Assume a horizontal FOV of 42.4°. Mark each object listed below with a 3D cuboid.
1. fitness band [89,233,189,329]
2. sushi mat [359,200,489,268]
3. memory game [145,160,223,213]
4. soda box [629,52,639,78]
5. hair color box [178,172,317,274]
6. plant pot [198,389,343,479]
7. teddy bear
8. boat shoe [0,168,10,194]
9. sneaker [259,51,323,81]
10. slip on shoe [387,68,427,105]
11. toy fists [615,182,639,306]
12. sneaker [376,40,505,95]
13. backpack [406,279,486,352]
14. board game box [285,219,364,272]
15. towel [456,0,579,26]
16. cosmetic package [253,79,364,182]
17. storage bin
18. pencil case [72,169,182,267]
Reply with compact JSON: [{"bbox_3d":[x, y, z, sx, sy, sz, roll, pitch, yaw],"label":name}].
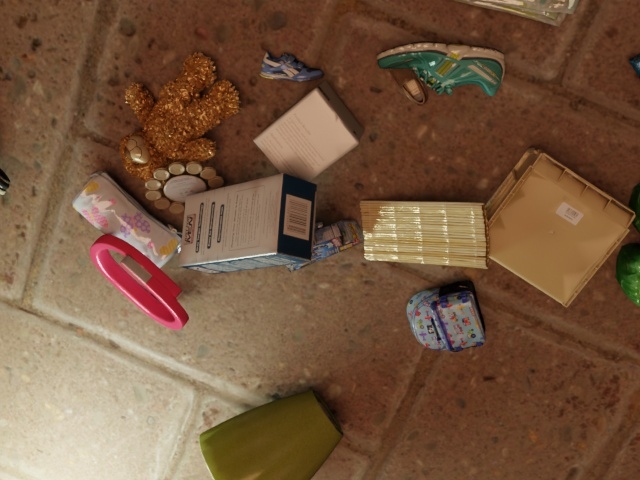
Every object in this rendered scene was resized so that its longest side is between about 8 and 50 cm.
[{"bbox_3d":[-0.428,0.101,1.969,0.291,0.209,0.054,46,64,-13],"label":"fitness band"},{"bbox_3d":[0.230,-0.016,1.855,0.317,0.019,0.151,3,108,35],"label":"sushi mat"},{"bbox_3d":[-0.316,-0.122,1.914,0.186,0.012,0.186,-7,145,-5],"label":"memory game"},{"bbox_3d":[0.741,-0.311,1.738,0.067,0.071,0.210,-34,100,15],"label":"soda box"},{"bbox_3d":[-0.165,-0.030,1.809,0.347,0.105,0.173,-8,73,45],"label":"hair color box"},{"bbox_3d":[-0.100,0.509,2.032,0.294,0.275,0.274,-34,100,0],"label":"plant pot"},{"bbox_3d":[-0.336,-0.269,1.876,0.338,0.113,0.245,-25,100,14],"label":"teddy bear"},{"bbox_3d":[-0.837,-0.264,1.943,0.113,0.127,0.340,-41,96,-6],"label":"boat shoe"},{"bbox_3d":[-0.064,-0.386,1.833,0.144,0.053,0.059,7,106,4],"label":"sneaker"},{"bbox_3d":[0.189,-0.355,1.814,0.051,0.041,0.135,-30,101,15],"label":"slip on shoe"},{"bbox_3d":[0.724,0.008,1.804,0.096,0.142,0.279,8,109,5],"label":"toy fists"},{"bbox_3d":[0.255,-0.365,1.755,0.275,0.107,0.109,6,99,2],"label":"sneaker"},{"bbox_3d":[0.290,0.187,1.934,0.173,0.117,0.158,-13,104,14],"label":"backpack"},{"bbox_3d":[0.000,0.000,1.893,0.194,0.194,0.060,-20,78,0],"label":"board game box"},{"bbox_3d":[0.400,-0.651,1.669,0.321,0.090,0.374,13,108,3],"label":"towel"},{"bbox_3d":[-0.022,-0.234,1.822,0.184,0.151,0.151,-36,100,17],"label":"cosmetic package"},{"bbox_3d":[0.508,-0.034,1.831,0.262,0.123,0.260,33,108,-3],"label":"storage bin"},{"bbox_3d":[-0.455,-0.043,1.959,0.273,0.113,0.124,39,129,-4],"label":"pencil case"}]
